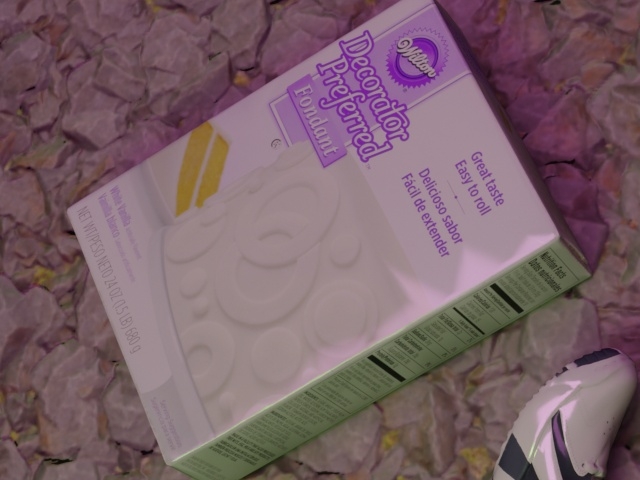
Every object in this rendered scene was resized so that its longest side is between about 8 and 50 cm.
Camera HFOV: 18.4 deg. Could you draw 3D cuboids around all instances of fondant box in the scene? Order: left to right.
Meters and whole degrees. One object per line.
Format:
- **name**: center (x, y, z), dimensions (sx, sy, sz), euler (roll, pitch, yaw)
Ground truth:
- **fondant box**: center (0.000, 0.000, 1.470), dimensions (0.330, 0.096, 0.238), euler (-31, 61, 10)

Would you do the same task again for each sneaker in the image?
- **sneaker**: center (0.178, 0.201, 1.315), dimensions (0.153, 0.094, 0.235), euler (35, 88, 29)
